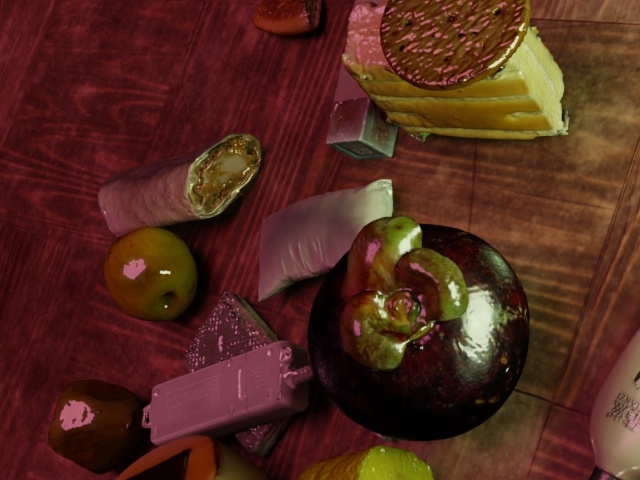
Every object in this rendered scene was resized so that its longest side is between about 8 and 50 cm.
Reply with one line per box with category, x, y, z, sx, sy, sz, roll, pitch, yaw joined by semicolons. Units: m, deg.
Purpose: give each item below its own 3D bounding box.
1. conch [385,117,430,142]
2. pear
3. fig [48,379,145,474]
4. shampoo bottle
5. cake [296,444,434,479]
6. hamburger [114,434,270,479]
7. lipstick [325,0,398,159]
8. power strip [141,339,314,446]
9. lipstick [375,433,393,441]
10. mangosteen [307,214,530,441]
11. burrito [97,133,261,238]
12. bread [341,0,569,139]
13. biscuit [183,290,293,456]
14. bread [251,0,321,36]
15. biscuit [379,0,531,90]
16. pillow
conch;0.150;-0.185;1.813;0.121;0.074;0.089;-17;76;15
pear;-0.276;0.051;2.052;0.149;0.149;0.162;-49;53;18
fig;-0.350;0.291;2.027;0.166;0.144;0.154;-20;72;28
shampoo bottle;0.373;0.170;1.413;0.127;0.078;0.257;28;94;46
cake;0.057;0.388;1.553;0.156;0.179;0.260;-27;54;35
hamburger;-0.191;0.408;1.753;0.302;0.170;0.302;-30;24;15
lipstick;0.093;-0.308;1.903;0.080;0.076;0.371;-1;72;46
power strip;-0.129;0.224;1.830;0.338;0.058;0.098;-23;58;38
lipstick;0.112;0.212;1.685;0.116;0.037;0.037;-54;44;7
mangosteen;0.115;0.105;1.548;0.288;0.288;0.288;-20;59;38
burrito;-0.238;-0.090;2.100;0.299;0.105;0.143;-14;32;41
bread;0.179;-0.217;1.627;0.246;0.239;0.111;5;75;27
biscuit;-0.116;0.196;1.906;0.147;0.046;0.250;-55;44;11
bread;-0.037;-0.382;2.081;0.154;0.054;0.136;-54;42;21
biscuit;0.158;-0.259;1.501;0.188;0.027;0.188;-10;64;22
pillow;-0.001;0.001;1.855;0.254;0.078;0.144;-16;61;39
